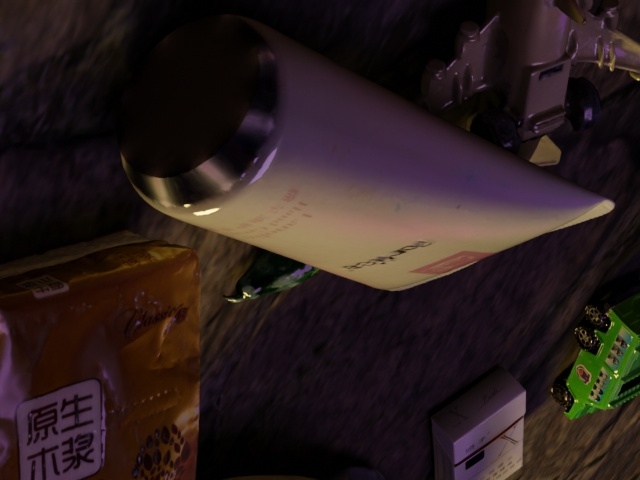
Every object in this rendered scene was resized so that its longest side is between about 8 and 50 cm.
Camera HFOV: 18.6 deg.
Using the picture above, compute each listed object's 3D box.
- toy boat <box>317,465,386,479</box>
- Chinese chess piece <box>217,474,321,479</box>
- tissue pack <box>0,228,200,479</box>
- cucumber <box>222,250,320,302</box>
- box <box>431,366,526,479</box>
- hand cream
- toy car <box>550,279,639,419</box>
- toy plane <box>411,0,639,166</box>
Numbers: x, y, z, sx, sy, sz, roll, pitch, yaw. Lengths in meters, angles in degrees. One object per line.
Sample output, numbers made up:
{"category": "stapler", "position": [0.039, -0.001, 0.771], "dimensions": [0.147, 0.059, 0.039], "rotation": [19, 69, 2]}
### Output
{"category": "toy boat", "position": [-0.018, 0.306, 1.705], "dimensions": [0.293, 0.111, 0.276], "rotation": [-41, 147, 22]}
{"category": "Chinese chess piece", "position": [-0.065, 0.335, 1.529], "dimensions": [0.338, 0.140, 0.338], "rotation": [-9, 133, -10]}
{"category": "tissue pack", "position": [-0.182, 0.102, 1.169], "dimensions": [0.226, 0.092, 0.183], "rotation": [-16, 114, -42]}
{"category": "cucumber", "position": [0.000, 0.000, 1.351], "dimensions": [0.155, 0.037, 0.037], "rotation": [-38, 152, -6]}
{"category": "box", "position": [0.143, 0.183, 1.776], "dimensions": [0.084, 0.040, 0.154], "rotation": [-32, 152, -14]}
{"category": "hand cream", "position": [0.024, -0.031, 1.213], "dimensions": [0.185, 0.118, 0.358], "rotation": [-24, 153, 29]}
{"category": "toy car", "position": [0.271, 0.108, 1.802], "dimensions": [0.071, 0.062, 0.165], "rotation": [-22, 147, -31]}
{"category": "toy plane", "position": [0.134, -0.115, 1.297], "dimensions": [0.229, 0.092, 0.244], "rotation": [-21, 149, -21]}
